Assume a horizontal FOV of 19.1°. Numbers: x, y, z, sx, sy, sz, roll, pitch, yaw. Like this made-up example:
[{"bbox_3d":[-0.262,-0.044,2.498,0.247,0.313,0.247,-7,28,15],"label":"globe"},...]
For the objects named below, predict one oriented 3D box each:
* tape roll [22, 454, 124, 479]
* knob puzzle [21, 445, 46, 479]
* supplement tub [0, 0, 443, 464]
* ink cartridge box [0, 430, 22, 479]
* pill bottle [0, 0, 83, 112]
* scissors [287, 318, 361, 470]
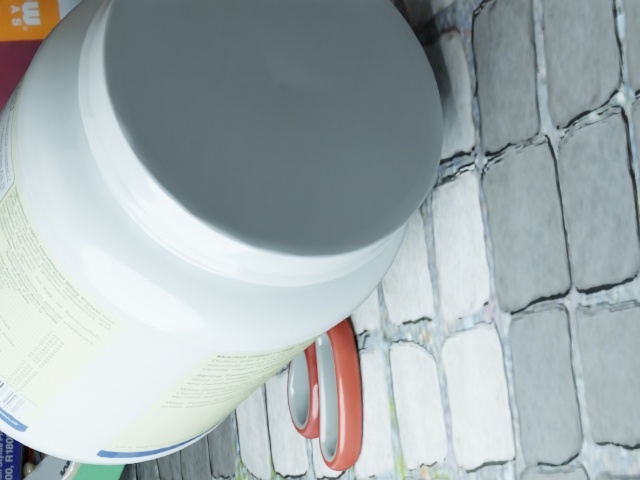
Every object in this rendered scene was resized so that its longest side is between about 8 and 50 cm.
[{"bbox_3d":[-0.329,0.149,1.723,0.077,0.321,0.321,-152,60,-67],"label":"tape roll"},{"bbox_3d":[-0.332,0.320,2.189,0.213,0.030,0.213,176,90,-70],"label":"knob puzzle"},{"bbox_3d":[-0.089,-0.018,1.132,0.325,0.235,0.235,-43,54,55],"label":"supplement tub"},{"bbox_3d":[-0.386,0.154,2.216,0.330,0.071,0.324,170,102,-69],"label":"ink cartridge box"},{"bbox_3d":[-0.305,-0.151,1.496,0.224,0.392,0.224,175,90,-70],"label":"pill bottle"},{"bbox_3d":[0.000,0.000,1.243,0.109,0.021,0.297,-164,72,-71],"label":"scissors"}]
